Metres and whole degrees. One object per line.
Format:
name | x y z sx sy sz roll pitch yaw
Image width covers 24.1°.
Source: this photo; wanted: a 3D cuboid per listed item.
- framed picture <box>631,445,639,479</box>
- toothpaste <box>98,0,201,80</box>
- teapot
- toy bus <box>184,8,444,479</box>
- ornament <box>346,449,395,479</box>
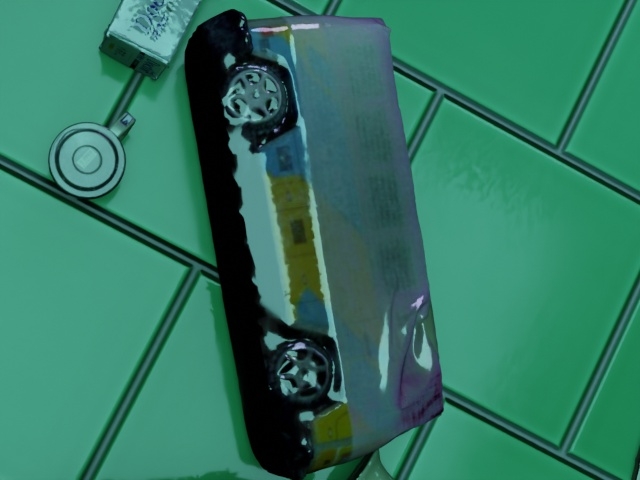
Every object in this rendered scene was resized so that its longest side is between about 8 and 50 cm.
framed picture | 0.353 0.310 1.375 0.184 0.016 0.250 17 81 -8
toothpaste | -0.101 -0.296 1.319 0.071 0.089 0.313 27 80 -12
teapot | -0.194 -0.075 1.294 0.066 0.057 0.088 43 82 -5
toy bus | 0.000 0.000 1.267 0.162 0.171 0.386 -9 86 -15
ornament | 0.090 0.251 1.302 0.156 0.081 0.075 36 82 0
